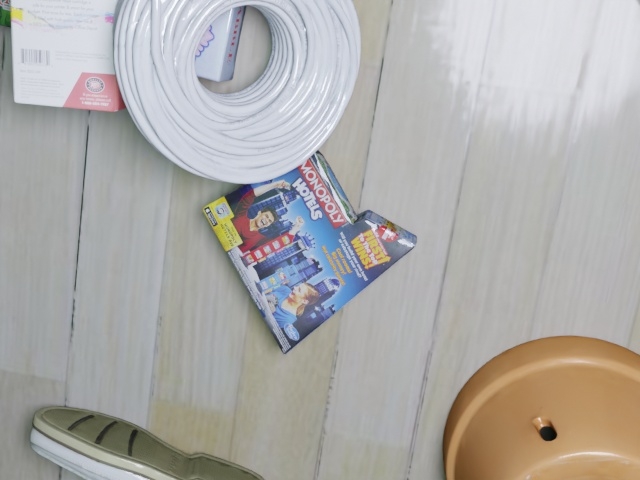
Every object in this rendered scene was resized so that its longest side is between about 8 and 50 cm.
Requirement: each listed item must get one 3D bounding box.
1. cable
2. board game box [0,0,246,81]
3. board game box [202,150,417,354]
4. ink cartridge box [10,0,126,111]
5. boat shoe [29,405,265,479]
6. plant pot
[{"bbox_3d":[-0.084,-0.189,0.881,0.257,0.089,0.257,10,106,-32],"label":"cable"},{"bbox_3d":[-0.218,-0.363,0.929,0.318,0.066,0.318,14,105,4],"label":"board game box"},{"bbox_3d":[0.000,0.000,0.985,0.194,0.060,0.194,-26,98,12],"label":"board game box"},{"bbox_3d":[-0.251,-0.239,0.895,0.116,0.067,0.198,6,107,7],"label":"ink cartridge box"},{"bbox_3d":[-0.218,0.297,1.058,0.303,0.113,0.103,22,99,2],"label":"boat shoe"},{"bbox_3d":[0.278,0.270,0.934,0.291,0.203,0.290,2,102,7],"label":"plant pot"}]
